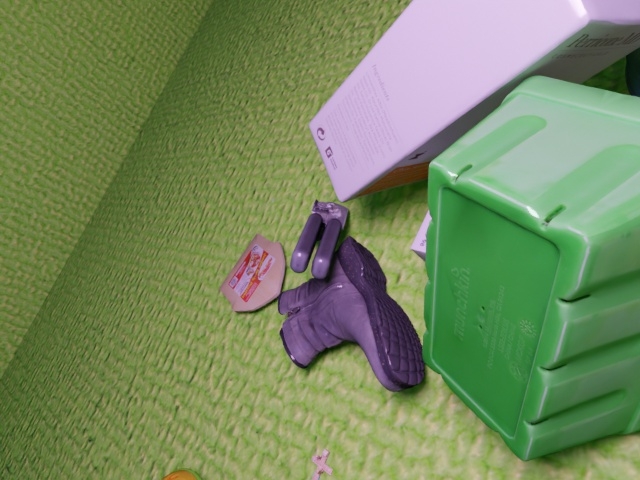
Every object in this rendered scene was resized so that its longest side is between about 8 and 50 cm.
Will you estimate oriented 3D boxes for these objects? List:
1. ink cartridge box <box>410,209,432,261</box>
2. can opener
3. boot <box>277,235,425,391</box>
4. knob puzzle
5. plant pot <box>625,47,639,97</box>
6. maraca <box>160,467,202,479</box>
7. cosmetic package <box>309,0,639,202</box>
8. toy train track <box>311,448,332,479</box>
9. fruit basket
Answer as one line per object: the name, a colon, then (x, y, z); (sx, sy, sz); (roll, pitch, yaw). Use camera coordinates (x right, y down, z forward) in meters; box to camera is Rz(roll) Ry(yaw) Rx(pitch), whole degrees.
ink cartridge box: (0.204, -0.004, 0.669); (0.060, 0.180, 0.104); (17, 75, 47)
can opener: (0.000, 0.000, 0.865); (0.284, 0.075, 0.095); (-70, -5, -60)
boot: (0.036, 0.165, 0.778); (0.222, 0.118, 0.338); (-43, 30, 17)
knob puzzle: (-0.144, 0.089, 1.040); (0.213, 0.030, 0.213); (-23, 49, 30)
plant pot: (0.519, -0.327, 0.539); (0.271, 0.255, 0.272); (-22, 51, 31)
maraca: (-0.252, 0.502, 0.815); (0.185, 0.099, 0.127); (5, 65, 42)
cosmetic package: (0.196, -0.228, 0.645); (0.453, 0.229, 0.162); (-33, 77, 58)
toy train track: (-0.009, 0.388, 0.731); (0.048, 0.014, 0.084); (13, 74, 46)
fruit basket: (0.318, 0.023, 0.480); (0.392, 0.392, 0.283); (-51, 42, 4)
